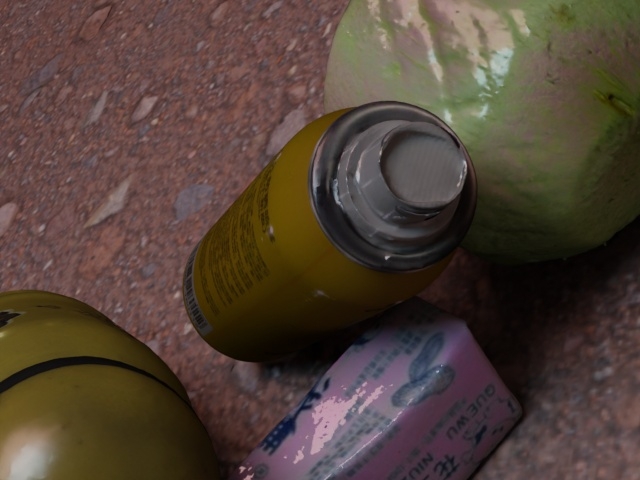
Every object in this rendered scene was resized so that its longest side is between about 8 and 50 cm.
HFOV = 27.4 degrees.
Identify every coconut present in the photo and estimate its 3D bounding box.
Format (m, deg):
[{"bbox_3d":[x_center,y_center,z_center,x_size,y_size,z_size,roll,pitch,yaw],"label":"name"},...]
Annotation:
[{"bbox_3d":[0.109,-0.100,0.793,0.236,0.205,0.235,-6,81,42],"label":"coconut"}]

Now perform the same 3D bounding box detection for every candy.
[{"bbox_3d":[0.032,0.116,0.738,0.160,0.092,0.073,-46,38,-10],"label":"candy"}]

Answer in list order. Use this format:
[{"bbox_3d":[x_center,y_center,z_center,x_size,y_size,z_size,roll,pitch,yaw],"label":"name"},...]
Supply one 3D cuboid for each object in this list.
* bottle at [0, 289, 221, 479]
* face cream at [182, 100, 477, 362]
[{"bbox_3d":[-0.152,0.122,0.758,0.171,0.171,0.351,-51,15,-11],"label":"bottle"},{"bbox_3d":[0.000,0.000,0.747,0.105,0.105,0.349,-57,6,-19],"label":"face cream"}]
